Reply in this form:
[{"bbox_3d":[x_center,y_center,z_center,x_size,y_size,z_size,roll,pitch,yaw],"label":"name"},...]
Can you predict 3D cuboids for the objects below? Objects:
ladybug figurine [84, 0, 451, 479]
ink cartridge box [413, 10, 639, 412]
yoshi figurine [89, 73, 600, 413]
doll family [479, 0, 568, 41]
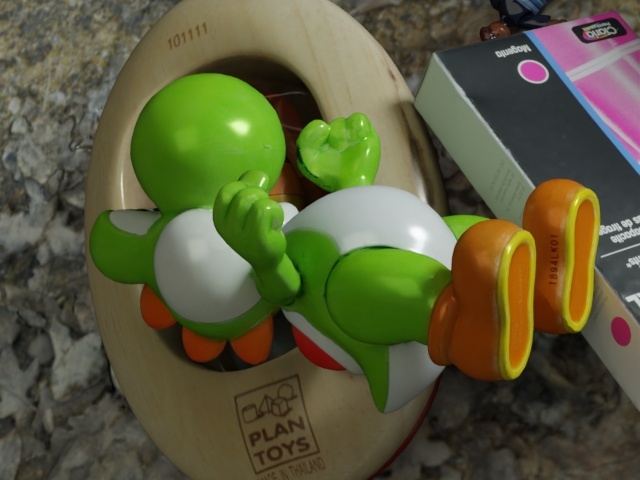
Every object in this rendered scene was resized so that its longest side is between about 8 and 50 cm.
[{"bbox_3d":[-0.028,0.010,1.398,0.305,0.162,0.449,-21,65,22],"label":"ladybug figurine"},{"bbox_3d":[0.234,-0.007,1.257,0.371,0.175,0.069,58,148,28],"label":"ink cartridge box"},{"bbox_3d":[-0.005,-0.025,1.201,0.362,0.203,0.203,7,61,31],"label":"yoshi figurine"},{"bbox_3d":[0.125,-0.235,1.444,0.193,0.076,0.111,40,91,30],"label":"doll family"}]
